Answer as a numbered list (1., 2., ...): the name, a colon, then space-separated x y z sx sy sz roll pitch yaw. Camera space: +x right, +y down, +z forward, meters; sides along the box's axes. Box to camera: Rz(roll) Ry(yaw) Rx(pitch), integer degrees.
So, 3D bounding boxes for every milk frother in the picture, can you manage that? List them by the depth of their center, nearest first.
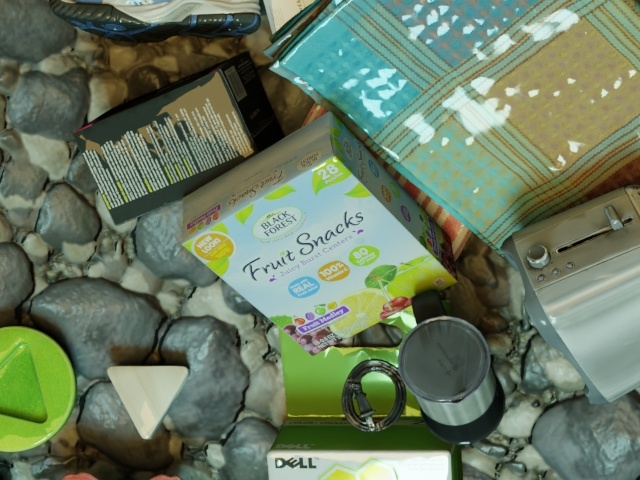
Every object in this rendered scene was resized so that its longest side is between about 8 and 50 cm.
1. milk frother: 0.088 0.133 1.350 0.143 0.135 0.129 -34 62 -3

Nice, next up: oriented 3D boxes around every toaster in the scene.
1. toaster: 0.277 0.053 1.335 0.146 0.129 0.227 -28 134 13

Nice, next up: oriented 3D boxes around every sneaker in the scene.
1. sneaker: -0.158 -0.238 1.392 0.211 0.080 0.081 1 84 9

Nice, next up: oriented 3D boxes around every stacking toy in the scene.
1. stacking toy: -0.272 0.247 1.547 0.308 0.130 0.280 10 80 5

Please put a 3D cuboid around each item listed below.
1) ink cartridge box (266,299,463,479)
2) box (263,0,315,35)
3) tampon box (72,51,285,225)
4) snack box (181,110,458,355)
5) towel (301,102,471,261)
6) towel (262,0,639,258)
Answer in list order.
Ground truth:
1. ink cartridge box: 0.043 0.196 1.453 0.188 0.097 0.255 -2 105 11
2. box: 0.030 -0.272 1.359 0.186 0.038 0.145 -13 102 12
3. tampon box: -0.133 -0.100 1.391 0.161 0.120 0.101 -21 101 14
4. snack box: 0.000 0.000 1.350 0.174 0.070 0.207 -29 129 22
5. towel: 0.068 -0.064 1.416 0.197 0.029 0.144 29 108 -1
6. towel: 0.172 -0.135 1.287 0.370 0.040 0.271 38 120 -23
